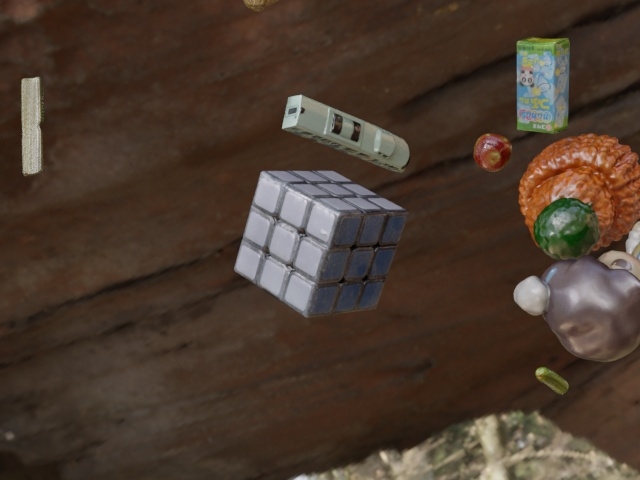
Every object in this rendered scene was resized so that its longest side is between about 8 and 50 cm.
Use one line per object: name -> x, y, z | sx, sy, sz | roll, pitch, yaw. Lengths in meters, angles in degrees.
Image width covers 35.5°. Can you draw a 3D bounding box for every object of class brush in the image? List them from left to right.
brush -> -0.727, -0.287, 2.536 | 0.054, 0.282, 0.048 | -10, -25, 3

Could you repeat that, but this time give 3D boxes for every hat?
hat -> 0.554, -0.044, 2.177 | 0.285, 0.285, 0.400 | -44, 10, 41

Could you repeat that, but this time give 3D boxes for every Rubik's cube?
Rubik's cube -> 0.000, 0.000, 2.652 | 0.301, 0.304, 0.305 | -2, -66, -49

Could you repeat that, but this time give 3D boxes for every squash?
squash -> 0.386, 0.232, 1.678 | 0.027, 0.027, 0.083 | -36, -44, 19

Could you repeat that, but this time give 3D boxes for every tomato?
tomato -> 0.385, -0.197, 2.245 | 0.087, 0.087, 0.075 | -37, 7, 22

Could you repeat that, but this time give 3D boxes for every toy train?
toy train -> 0.043, -0.134, 1.292 | 0.207, 0.043, 0.047 | 18, -12, -37

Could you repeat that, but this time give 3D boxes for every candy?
candy -> 0.470, -0.328, 2.114 | 0.097, 0.194, 0.062 | 13, 25, 42

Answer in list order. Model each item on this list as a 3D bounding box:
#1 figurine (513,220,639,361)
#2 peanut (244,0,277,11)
figurine -> 0.558, 0.058, 1.823 | 0.365, 0.218, 0.206 | -45, -55, -9
peanut -> -0.087, -0.522, 1.907 | 0.089, 0.089, 0.193 | -9, -44, -58
